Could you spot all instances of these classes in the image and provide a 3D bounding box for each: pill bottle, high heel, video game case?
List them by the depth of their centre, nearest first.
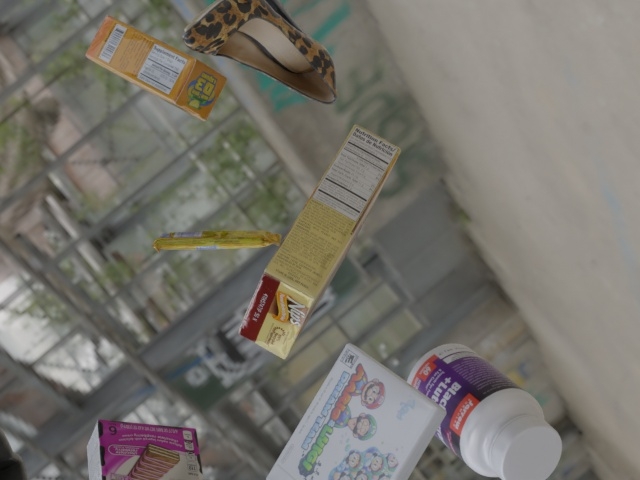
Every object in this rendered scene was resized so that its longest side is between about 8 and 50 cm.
[{"bbox_3d":[0.030,0.191,1.234,0.019,0.157,0.143,30,-179,-41],"label":"video game case"},{"bbox_3d":[0.188,0.203,1.530,0.108,0.108,0.193,52,172,-33],"label":"pill bottle"},{"bbox_3d":[-0.071,-0.240,1.770,0.186,0.093,0.261,53,-149,0],"label":"high heel"}]

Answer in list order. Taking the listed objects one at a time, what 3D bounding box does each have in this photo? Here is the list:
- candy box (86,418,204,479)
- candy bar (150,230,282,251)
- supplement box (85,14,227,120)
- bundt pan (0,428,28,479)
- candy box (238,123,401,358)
[{"bbox_3d":[-0.251,0.375,1.950,0.159,0.071,0.233,9,-141,-22],"label":"candy box"},{"bbox_3d":[-0.128,0.000,1.644,0.040,0.161,0.018,-76,-17,-69],"label":"candy bar"},{"bbox_3d":[-0.245,-0.257,1.976,0.233,0.080,0.078,33,-176,39],"label":"supplement box"},{"bbox_3d":[-0.357,0.337,1.275,0.331,0.124,0.331,-16,-90,-86],"label":"bundt pan"},{"bbox_3d":[0.000,0.000,1.968,0.087,0.316,0.183,29,144,2],"label":"candy box"}]
